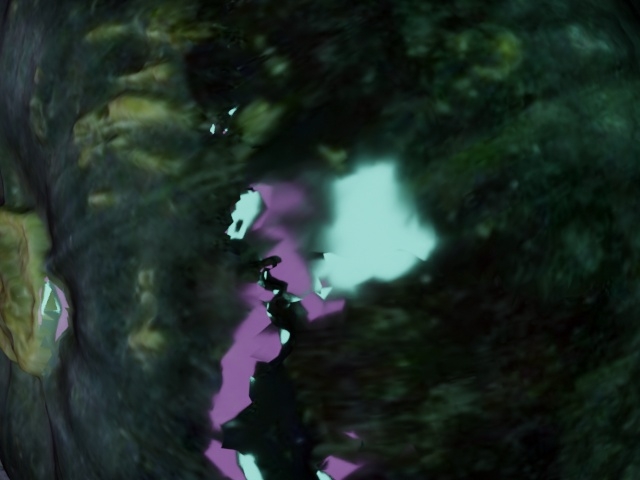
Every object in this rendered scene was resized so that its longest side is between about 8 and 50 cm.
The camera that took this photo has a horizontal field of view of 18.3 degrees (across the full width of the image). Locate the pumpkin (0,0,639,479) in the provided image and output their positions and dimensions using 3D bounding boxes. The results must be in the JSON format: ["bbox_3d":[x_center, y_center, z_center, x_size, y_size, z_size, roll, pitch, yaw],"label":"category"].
[{"bbox_3d":[0.000,0.000,0.987,0.454,0.344,0.454,37,134,53],"label":"pumpkin"}]
